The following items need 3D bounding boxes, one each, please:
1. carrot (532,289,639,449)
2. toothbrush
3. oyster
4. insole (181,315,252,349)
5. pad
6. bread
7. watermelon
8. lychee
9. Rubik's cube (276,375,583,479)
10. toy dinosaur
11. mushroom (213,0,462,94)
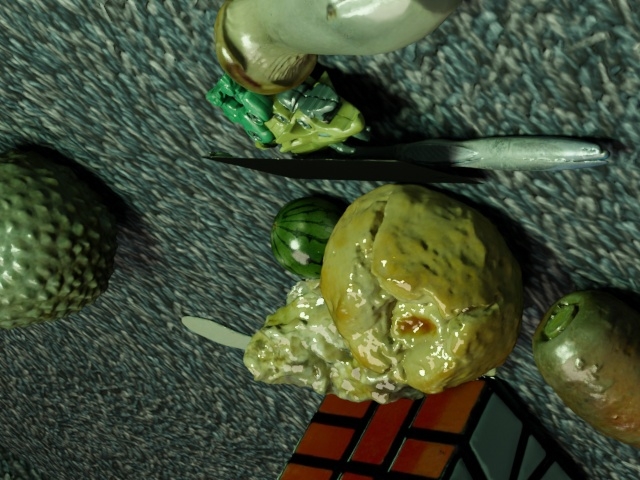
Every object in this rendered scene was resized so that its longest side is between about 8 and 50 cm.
[{"bbox_3d":[0.365,0.170,1.879,0.302,0.139,0.139,34,155,-8],"label":"carrot"},{"bbox_3d":[0.125,-0.087,1.763,0.413,0.042,0.035,2,102,45],"label":"toothbrush"},{"bbox_3d":[0.069,0.126,2.126,0.351,0.115,0.238,-6,140,22],"label":"oyster"},{"bbox_3d":[-0.123,0.143,2.524,0.197,0.004,0.065,16,152,30],"label":"insole"},{"bbox_3d":[0.023,-0.076,1.820,0.265,0.009,0.159,4,175,38],"label":"pad"},{"bbox_3d":[0.102,0.060,1.893,0.244,0.134,0.244,16,129,21],"label":"bread"},{"bbox_3d":[-0.006,0.001,2.009,0.109,0.109,0.109,25,155,12],"label":"watermelon"},{"bbox_3d":[-0.405,0.007,2.290,0.274,0.255,0.255,28,159,-25],"label":"lychee"},{"bbox_3d":[0.139,0.352,2.294,0.283,0.293,0.288,6,148,47],"label":"Rubik's cube"},{"bbox_3d":[-0.048,-0.140,1.814,0.153,0.094,0.259,41,162,-15],"label":"toy dinosaur"},{"bbox_3d":[0.008,-0.229,1.565,0.328,0.122,0.159,-20,89,59],"label":"mushroom"}]
